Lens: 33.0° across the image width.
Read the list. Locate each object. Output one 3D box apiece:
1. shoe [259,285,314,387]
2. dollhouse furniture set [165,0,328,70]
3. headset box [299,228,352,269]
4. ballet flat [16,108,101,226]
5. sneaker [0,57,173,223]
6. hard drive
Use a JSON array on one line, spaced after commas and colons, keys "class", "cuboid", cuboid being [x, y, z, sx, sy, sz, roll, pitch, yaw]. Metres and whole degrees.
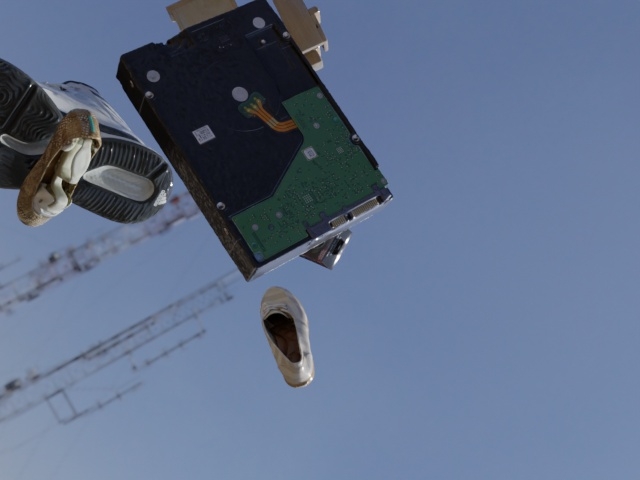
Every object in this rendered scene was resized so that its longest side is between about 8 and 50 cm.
[{"class": "shoe", "cuboid": [-0.057, 0.151, 1.842, 0.058, 0.077, 0.219, 67, 1, -46]}, {"class": "dollhouse furniture set", "cuboid": [-0.144, -0.305, 1.926, 0.355, 0.303, 0.173, 76, -11, -78]}, {"class": "headset box", "cuboid": [0.000, 0.000, 1.498, 0.083, 0.062, 0.032, 23, -10, 42]}, {"class": "ballet flat", "cuboid": [-0.365, -0.088, 1.503, 0.206, 0.073, 0.067, -59, -135, 26]}, {"class": "sneaker", "cuboid": [-0.453, -0.184, 1.637, 0.448, 0.169, 0.257, 29, 9, -36]}, {"class": "hard drive", "cuboid": [-0.086, -0.140, 1.438, 0.339, 0.237, 0.064, 56, -26, 10]}]
